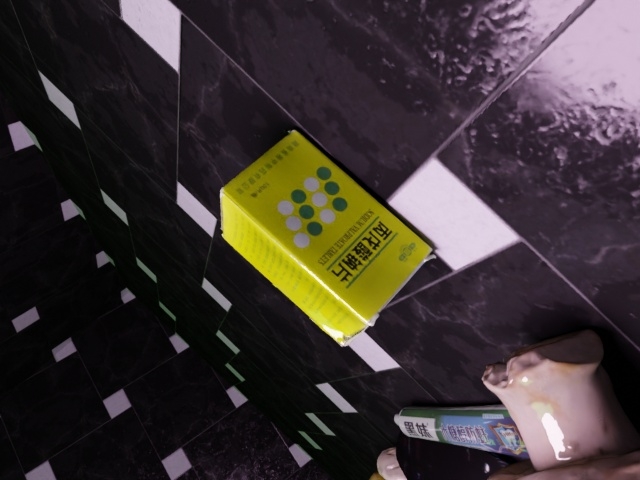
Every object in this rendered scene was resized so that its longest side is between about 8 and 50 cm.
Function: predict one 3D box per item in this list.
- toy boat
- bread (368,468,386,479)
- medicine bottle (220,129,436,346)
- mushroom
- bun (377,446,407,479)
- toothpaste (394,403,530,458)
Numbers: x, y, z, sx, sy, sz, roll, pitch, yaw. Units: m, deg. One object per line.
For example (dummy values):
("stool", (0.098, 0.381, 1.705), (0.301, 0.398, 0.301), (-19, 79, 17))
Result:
("toy boat", (0.285, 0.459, 0.922), (0.092, 0.134, 0.299), (22, 173, -35))
("bread", (0.234, 0.730, 1.261), (0.269, 0.148, 0.270), (25, 176, 2))
("medicine bottle", (0.000, 0.000, 0.616), (0.250, 0.137, 0.141), (42, 154, 8))
("mushroom", (0.290, 0.241, 0.477), (0.297, 0.297, 0.290), (110, 148, -62))
("bun", (0.232, 0.577, 1.167), (0.183, 0.102, 0.183), (28, 168, 6))
("toothpaste", (0.244, 0.336, 0.843), (0.099, 0.061, 0.392), (58, 152, 2))
